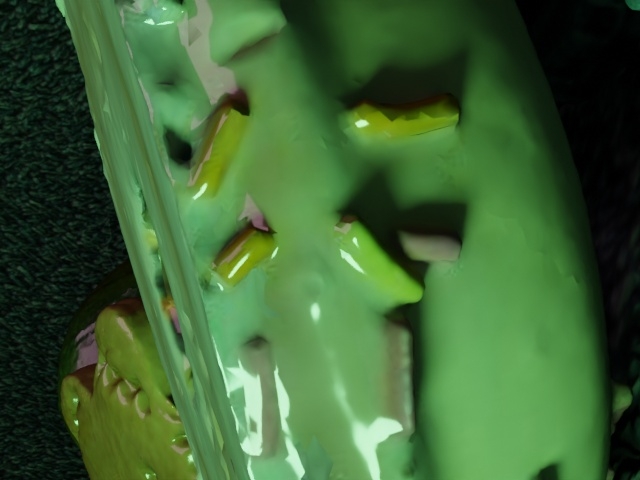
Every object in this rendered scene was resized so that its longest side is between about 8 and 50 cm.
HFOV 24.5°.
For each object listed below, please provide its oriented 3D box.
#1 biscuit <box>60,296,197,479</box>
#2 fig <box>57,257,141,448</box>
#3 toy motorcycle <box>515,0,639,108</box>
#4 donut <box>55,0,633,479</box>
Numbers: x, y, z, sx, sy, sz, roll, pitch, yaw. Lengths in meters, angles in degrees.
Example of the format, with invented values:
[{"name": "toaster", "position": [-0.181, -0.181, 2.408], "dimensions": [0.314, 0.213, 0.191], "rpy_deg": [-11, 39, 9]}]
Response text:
[{"name": "biscuit", "position": [-0.098, 0.206, 1.006], "dimensions": [0.275, 0.052, 0.355], "rpy_deg": [45, 143, 29]}, {"name": "fig", "position": [-0.079, 0.075, 1.133], "dimensions": [0.235, 0.203, 0.203], "rpy_deg": [-45, 31, 44]}, {"name": "toy motorcycle", "position": [0.103, -0.266, 0.556], "dimensions": [0.232, 0.172, 0.416], "rpy_deg": [-14, 73, 63]}, {"name": "donut", "position": [0.000, 0.000, 0.582], "dimensions": [0.382, 0.142, 0.383], "rpy_deg": [164, 90, -81]}]
